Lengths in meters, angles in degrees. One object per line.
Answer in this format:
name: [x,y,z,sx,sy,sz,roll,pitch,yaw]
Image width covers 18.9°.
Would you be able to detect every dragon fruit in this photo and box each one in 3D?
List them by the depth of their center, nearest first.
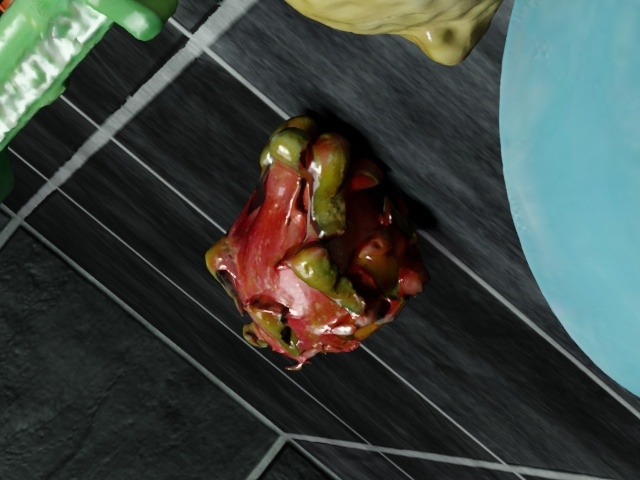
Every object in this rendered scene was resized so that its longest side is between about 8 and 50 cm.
dragon fruit: [0.000,0.000,1.258,0.150,0.133,0.207,7,141,17]

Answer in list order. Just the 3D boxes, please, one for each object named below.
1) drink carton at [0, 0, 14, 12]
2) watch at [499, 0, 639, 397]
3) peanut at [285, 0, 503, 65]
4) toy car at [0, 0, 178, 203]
drink carton: [-0.158,-0.198,1.020,0.071,0.096,0.223,38,168,0]
watch: [0.135,-0.048,0.458,0.211,0.193,0.211,34,168,9]
peanut: [-0.003,-0.152,0.685,0.101,0.117,0.263,5,151,42]
toy car: [-0.206,-0.199,0.764,0.359,0.176,0.213,41,128,-12]
